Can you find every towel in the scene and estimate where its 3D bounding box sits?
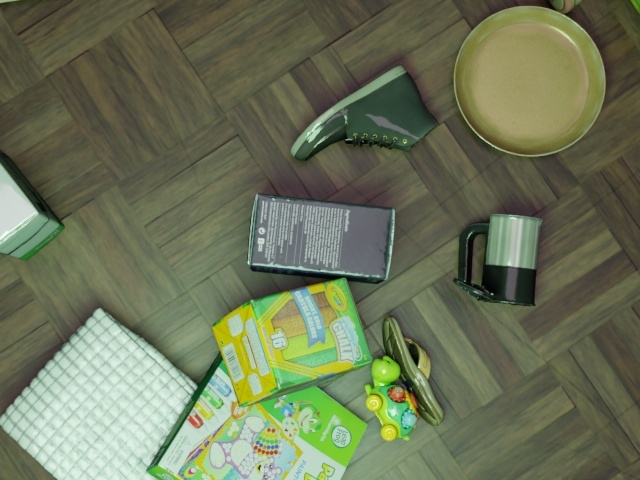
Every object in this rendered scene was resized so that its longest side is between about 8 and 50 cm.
[{"bbox_3d":[-0.295,0.272,1.797,0.283,0.121,0.235,42,78,-3],"label":"towel"}]

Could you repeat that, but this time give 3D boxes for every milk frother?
[{"bbox_3d":[0.265,0.027,1.818,0.129,0.143,0.135,5,87,6],"label":"milk frother"}]

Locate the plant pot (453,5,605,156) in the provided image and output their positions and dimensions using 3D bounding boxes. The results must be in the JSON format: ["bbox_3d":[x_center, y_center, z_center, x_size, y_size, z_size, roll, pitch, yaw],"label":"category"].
[{"bbox_3d":[0.323,-0.246,1.897,0.236,0.032,0.236,0,85,-1],"label":"plant pot"}]

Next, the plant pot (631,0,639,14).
[{"bbox_3d":[0.599,-0.383,1.824,0.228,0.227,0.207,-18,92,-3],"label":"plant pot"}]

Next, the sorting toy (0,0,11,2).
[{"bbox_3d":[-0.478,-0.466,1.895,0.208,0.038,0.193,-9,86,2],"label":"sorting toy"}]

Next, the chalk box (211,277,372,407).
[{"bbox_3d":[-0.021,0.141,1.746,0.213,0.132,0.132,-14,78,-34],"label":"chalk box"}]

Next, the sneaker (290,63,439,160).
[{"bbox_3d":[0.069,-0.163,1.858,0.222,0.083,0.118,-35,88,-5],"label":"sneaker"}]

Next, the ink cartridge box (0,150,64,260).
[{"bbox_3d":[-0.466,-0.059,1.773,0.087,0.208,0.153,-38,88,-4],"label":"ink cartridge box"}]

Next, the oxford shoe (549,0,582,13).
[{"bbox_3d":[0.371,-0.525,1.875,0.130,0.123,0.348,-12,85,-5],"label":"oxford shoe"}]

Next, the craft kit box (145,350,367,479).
[{"bbox_3d":[-0.085,0.298,1.753,0.246,0.061,0.250,39,54,-13],"label":"craft kit box"}]

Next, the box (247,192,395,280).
[{"bbox_3d":[0.000,0.000,1.809,0.207,0.153,0.108,6,85,0],"label":"box"}]

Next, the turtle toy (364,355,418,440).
[{"bbox_3d":[0.106,0.237,1.818,0.066,0.095,0.130,-26,86,7],"label":"turtle toy"}]

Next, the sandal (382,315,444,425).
[{"bbox_3d":[0.145,0.193,1.843,0.049,0.072,0.180,-28,88,-19],"label":"sandal"}]
